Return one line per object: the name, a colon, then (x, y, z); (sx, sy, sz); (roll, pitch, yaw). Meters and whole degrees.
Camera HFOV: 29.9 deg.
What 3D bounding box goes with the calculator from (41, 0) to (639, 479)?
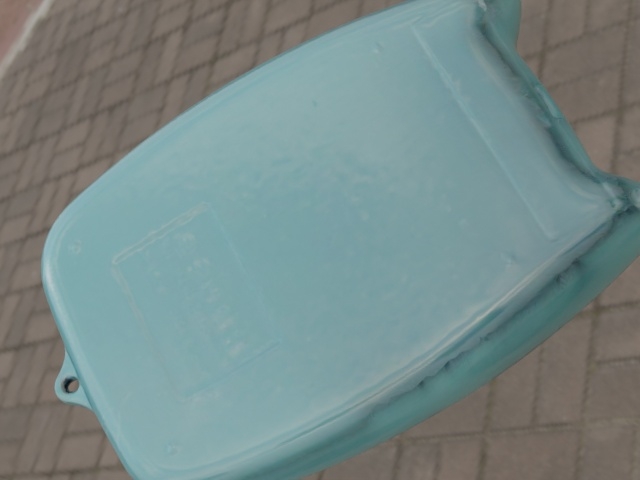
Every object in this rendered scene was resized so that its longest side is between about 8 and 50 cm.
calculator: (0.000, 0.000, 0.748); (0.386, 0.054, 0.256); (-31, 70, 3)
